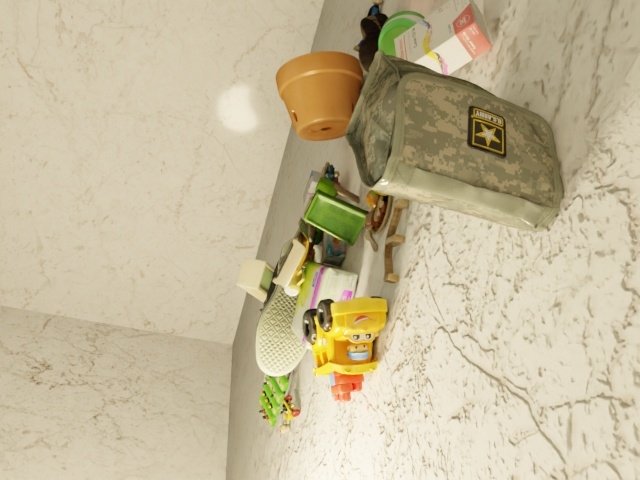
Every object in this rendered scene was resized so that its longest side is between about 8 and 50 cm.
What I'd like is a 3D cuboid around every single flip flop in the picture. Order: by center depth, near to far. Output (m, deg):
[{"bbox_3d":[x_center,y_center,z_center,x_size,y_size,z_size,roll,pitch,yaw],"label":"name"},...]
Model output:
[{"bbox_3d":[0.162,-0.554,1.557,0.080,0.112,0.277,77,-172,-49],"label":"flip flop"}]

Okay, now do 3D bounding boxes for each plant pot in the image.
[{"bbox_3d":[0.009,-0.456,1.782,0.291,0.290,0.204,144,119,-72],"label":"plant pot"}]

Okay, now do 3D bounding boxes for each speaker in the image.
[{"bbox_3d":[0.186,-0.358,1.182,0.131,0.131,0.297,123,156,-57],"label":"speaker"}]

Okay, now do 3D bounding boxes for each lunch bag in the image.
[{"bbox_3d":[0.176,-0.131,0.745,0.287,0.235,0.169,-99,28,-59],"label":"lunch bag"}]

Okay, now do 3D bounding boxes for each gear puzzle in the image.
[{"bbox_3d":[0.004,-0.070,1.724,0.175,0.044,0.339,60,-135,-68],"label":"gear puzzle"}]

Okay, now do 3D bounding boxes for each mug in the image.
[{"bbox_3d":[-0.082,0.124,1.600,0.078,0.062,0.064,106,163,-46],"label":"mug"}]

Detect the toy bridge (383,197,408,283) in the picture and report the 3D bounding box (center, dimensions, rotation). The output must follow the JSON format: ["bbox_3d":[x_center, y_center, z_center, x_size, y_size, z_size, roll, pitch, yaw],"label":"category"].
[{"bbox_3d":[0.159,0.000,1.177,0.063,0.026,0.188,141,140,-72],"label":"toy bridge"}]

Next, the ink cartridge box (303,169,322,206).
[{"bbox_3d":[-0.028,-0.199,2.134,0.089,0.052,0.123,-94,21,-52],"label":"ink cartridge box"}]

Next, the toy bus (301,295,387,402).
[{"bbox_3d":[0.058,0.236,1.169,0.220,0.149,0.212,132,135,-61],"label":"toy bus"}]

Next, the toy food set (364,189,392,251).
[{"bbox_3d":[0.136,-0.077,1.326,0.132,0.038,0.192,-109,33,-67],"label":"toy food set"}]

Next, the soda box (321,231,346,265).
[{"bbox_3d":[0.044,-0.019,1.632,0.063,0.058,0.183,123,155,-58],"label":"soda box"}]

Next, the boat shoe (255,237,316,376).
[{"bbox_3d":[-0.103,0.222,1.794,0.156,0.186,0.501,110,171,-52],"label":"boat shoe"}]

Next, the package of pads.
[{"bbox_3d":[0.004,0.184,1.517,0.296,0.101,0.229,-169,93,-78],"label":"package of pads"}]

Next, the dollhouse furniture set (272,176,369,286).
[{"bbox_3d":[0.000,0.000,1.531,0.302,0.151,0.197,-63,6,18],"label":"dollhouse furniture set"}]

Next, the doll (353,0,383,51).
[{"bbox_3d":[0.165,-0.722,1.801,0.129,0.046,0.189,-90,21,-76],"label":"doll"}]

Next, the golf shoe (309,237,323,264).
[{"bbox_3d":[-0.021,0.019,1.823,0.176,0.085,0.069,-95,23,-49],"label":"golf shoe"}]

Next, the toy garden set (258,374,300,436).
[{"bbox_3d":[-0.151,0.548,1.799,0.204,0.049,0.244,53,139,39],"label":"toy garden set"}]

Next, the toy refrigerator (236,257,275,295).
[{"bbox_3d":[-0.193,0.158,1.956,0.269,0.094,0.102,52,-130,-63],"label":"toy refrigerator"}]

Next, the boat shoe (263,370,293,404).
[{"bbox_3d":[-0.136,0.412,1.900,0.103,0.118,0.321,-142,61,-68],"label":"boat shoe"}]

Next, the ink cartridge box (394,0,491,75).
[{"bbox_3d":[0.206,-0.357,1.012,0.198,0.067,0.115,-28,43,31],"label":"ink cartridge box"}]
